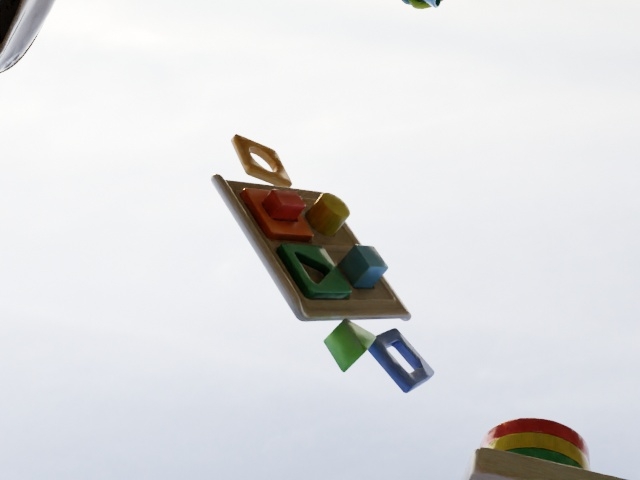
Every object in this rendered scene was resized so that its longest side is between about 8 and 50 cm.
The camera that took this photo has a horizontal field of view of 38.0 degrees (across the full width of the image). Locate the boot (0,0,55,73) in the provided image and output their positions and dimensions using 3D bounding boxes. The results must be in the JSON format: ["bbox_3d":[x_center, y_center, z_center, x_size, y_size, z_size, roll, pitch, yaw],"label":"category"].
[{"bbox_3d":[-0.209,-0.265,0.712,0.112,0.305,0.115,22,-175,-21],"label":"boot"}]

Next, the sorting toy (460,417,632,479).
[{"bbox_3d":[0.224,0.254,0.765,0.257,0.256,0.089,13,-138,3],"label":"sorting toy"}]

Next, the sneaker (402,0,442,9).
[{"bbox_3d":[0.064,-0.384,1.160,0.318,0.127,0.208,-5,-112,-4],"label":"sneaker"}]

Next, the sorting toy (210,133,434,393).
[{"bbox_3d":[0.000,0.000,0.932,0.196,0.047,0.348,9,-140,-51],"label":"sorting toy"}]
